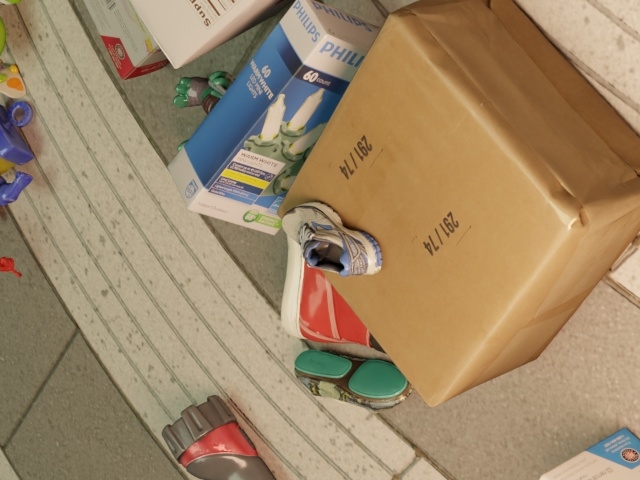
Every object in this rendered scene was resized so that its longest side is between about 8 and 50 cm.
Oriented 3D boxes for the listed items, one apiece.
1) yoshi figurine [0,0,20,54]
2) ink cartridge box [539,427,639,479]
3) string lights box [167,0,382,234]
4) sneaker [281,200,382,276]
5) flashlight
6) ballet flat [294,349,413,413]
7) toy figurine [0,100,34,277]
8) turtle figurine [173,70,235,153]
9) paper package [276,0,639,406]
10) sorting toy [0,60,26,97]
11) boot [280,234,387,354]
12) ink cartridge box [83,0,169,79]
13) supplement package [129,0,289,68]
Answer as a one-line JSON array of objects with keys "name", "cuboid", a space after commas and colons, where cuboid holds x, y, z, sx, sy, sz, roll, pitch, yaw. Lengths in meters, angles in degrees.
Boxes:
[{"name": "yoshi figurine", "cuboid": [-0.562, -0.325, 2.390, 0.362, 0.203, 0.203, 8, 127, 44]}, {"name": "ink cartridge box", "cuboid": [0.324, 0.304, 1.679, 0.203, 0.148, 0.086, 42, 132, 27]}, {"name": "string lights box", "cuboid": [-0.036, -0.134, 1.831, 0.259, 0.133, 0.076, -50, 47, 25]}, {"name": "sneaker", "cuboid": [0.000, 0.000, 1.723, 0.135, 0.058, 0.052, 26, 124, 42]}, {"name": "flashlight", "cuboid": [-0.092, 0.353, 2.211, 0.304, 0.103, 0.103, 56, 138, 16]}, {"name": "ballet flat", "cuboid": [0.049, 0.175, 2.015, 0.188, 0.070, 0.070, 16, 118, 46]}, {"name": "toy figurine", "cuboid": [-0.501, -0.143, 2.471, 0.217, 0.191, 0.362, -42, 64, 18]}, {"name": "turtle figurine", "cuboid": [-0.108, -0.117, 1.997, 0.234, 0.118, 0.175, 36, 116, 61]}, {"name": "paper package", "cuboid": [0.148, -0.047, 1.709, 0.309, 0.168, 0.325, 52, 139, 21]}, {"name": "sorting toy", "cuboid": [-0.480, -0.229, 2.413, 0.083, 0.075, 0.045, 20, 121, 42]}, {"name": "boot", "cuboid": [0.049, 0.007, 1.925, 0.176, 0.088, 0.244, 9, 105, 29]}, {"name": "ink cartridge box", "cuboid": [-0.207, -0.296, 2.073, 0.175, 0.072, 0.127, -32, 82, 50]}, {"name": "supplement package", "cuboid": [-0.078, -0.345, 1.807, 0.175, 0.177, 0.293, 56, 141, -2]}]
